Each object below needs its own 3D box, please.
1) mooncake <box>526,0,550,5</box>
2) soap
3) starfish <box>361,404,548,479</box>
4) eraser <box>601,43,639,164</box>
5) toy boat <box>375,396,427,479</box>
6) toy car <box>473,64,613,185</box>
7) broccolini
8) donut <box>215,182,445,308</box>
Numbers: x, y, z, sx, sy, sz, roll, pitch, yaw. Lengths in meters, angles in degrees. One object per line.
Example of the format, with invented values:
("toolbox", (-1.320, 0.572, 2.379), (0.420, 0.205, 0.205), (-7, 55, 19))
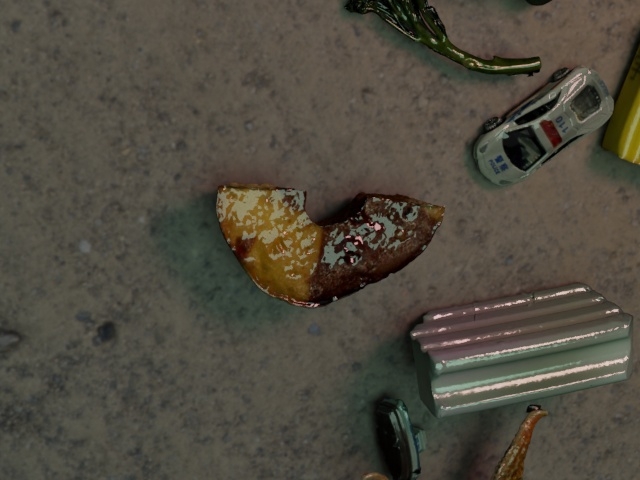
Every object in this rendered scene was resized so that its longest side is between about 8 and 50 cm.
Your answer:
("mooncake", (0.294, -0.368, 1.402), (0.104, 0.175, 0.168), (48, 50, 6))
("soap", (0.264, 0.145, 1.532), (0.289, 0.173, 0.095), (-10, 108, -11))
("starfish", (0.196, 0.425, 1.602), (0.398, 0.132, 0.384), (-8, 116, -9))
("eraser", (0.492, -0.198, 1.547), (0.158, 0.069, 0.226), (17, 100, -16))
("toy boat", (0.119, 0.281, 1.600), (0.066, 0.059, 0.140), (-26, 114, -34))
("toy car", (0.299, -0.150, 1.521), (0.205, 0.056, 0.095), (-36, 112, -3))
("broccolini", (0.174, -0.294, 1.447), (0.271, 0.062, 0.123), (23, 114, -13))
("donut", (0.000, 0.000, 1.463), (0.295, 0.112, 0.151), (4, 107, -13))
